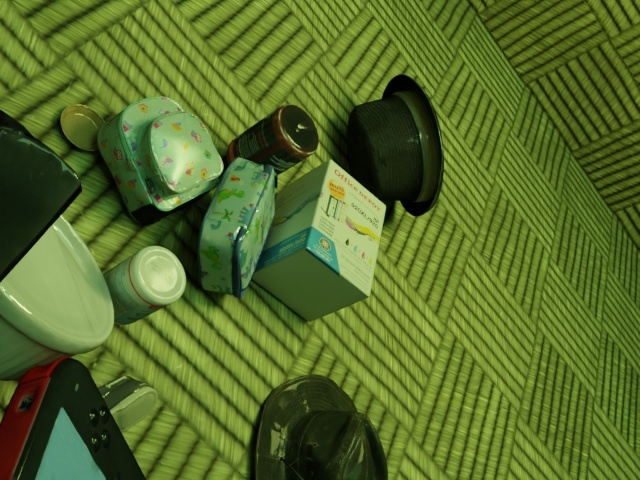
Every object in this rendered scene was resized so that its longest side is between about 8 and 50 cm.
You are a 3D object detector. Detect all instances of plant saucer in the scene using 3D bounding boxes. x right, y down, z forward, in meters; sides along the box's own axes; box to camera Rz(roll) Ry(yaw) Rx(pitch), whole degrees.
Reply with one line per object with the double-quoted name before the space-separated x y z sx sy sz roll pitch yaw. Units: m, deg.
"plant saucer" -0.390 -0.183 1.140 0.083 0.015 0.083 24 54 -38

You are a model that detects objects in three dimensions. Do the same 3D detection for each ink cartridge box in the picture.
"ink cartridge box" 0.000 0.000 1.346 0.171 0.168 0.233 39 45 -26

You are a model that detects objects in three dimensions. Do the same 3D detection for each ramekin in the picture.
"ramekin" -0.391 0.048 0.853 0.273 0.127 0.273 55 6 -8

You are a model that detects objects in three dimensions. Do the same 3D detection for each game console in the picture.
"game console" -0.274 0.359 0.749 0.386 0.060 0.342 -90 166 -52

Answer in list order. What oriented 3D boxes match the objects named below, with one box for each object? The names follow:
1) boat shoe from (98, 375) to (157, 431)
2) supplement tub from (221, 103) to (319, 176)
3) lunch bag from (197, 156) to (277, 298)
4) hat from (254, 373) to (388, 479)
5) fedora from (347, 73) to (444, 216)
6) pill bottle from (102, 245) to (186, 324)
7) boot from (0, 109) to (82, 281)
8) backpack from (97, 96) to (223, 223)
"boat shoe" -0.326 0.249 0.960 0.065 0.075 0.206 31 35 30
"supplement tub" -0.104 -0.168 1.300 0.106 0.198 0.106 25 53 -39
"lunch bag" -0.141 -0.021 1.208 0.090 0.176 0.219 14 49 4
"hat" 0.032 0.386 1.205 0.331 0.134 0.331 24 54 -37
"fedora" 0.154 -0.212 1.604 0.152 0.334 0.334 -10 76 -18
"pill bottle" -0.275 0.073 1.013 0.087 0.160 0.087 24 54 -37
"boot" -0.487 -0.002 0.596 0.445 0.146 0.367 -48 119 -4
"backpack" -0.268 -0.145 1.155 0.166 0.144 0.188 -35 94 -47
